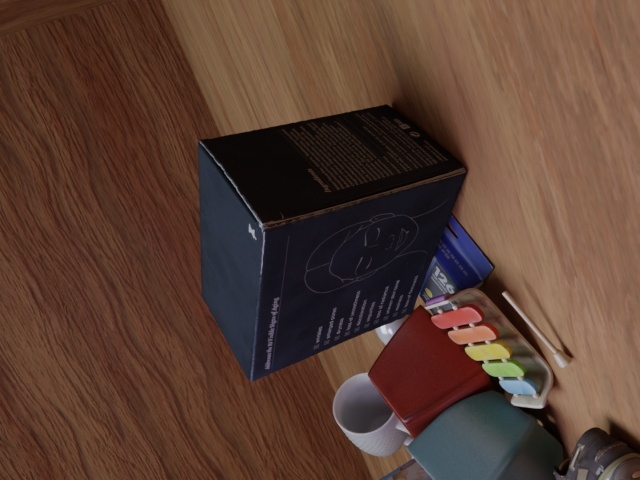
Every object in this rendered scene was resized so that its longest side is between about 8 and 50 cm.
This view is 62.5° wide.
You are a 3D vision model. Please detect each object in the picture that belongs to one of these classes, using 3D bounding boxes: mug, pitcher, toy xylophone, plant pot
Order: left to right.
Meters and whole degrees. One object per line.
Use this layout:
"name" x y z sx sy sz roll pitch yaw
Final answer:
"mug" 0.273 0.768 2.208 0.374 0.276 0.328 10 143 35
"pitcher" 0.276 0.304 1.690 0.178 0.125 0.207 -16 111 54
"plant pot" 0.287 0.388 1.420 0.267 0.236 0.267 47 171 46
"plant pot" 0.407 0.506 1.233 0.247 0.252 0.248 41 175 -26
"toy xylophone" 0.379 0.215 1.132 0.322 0.081 0.236 45 160 9

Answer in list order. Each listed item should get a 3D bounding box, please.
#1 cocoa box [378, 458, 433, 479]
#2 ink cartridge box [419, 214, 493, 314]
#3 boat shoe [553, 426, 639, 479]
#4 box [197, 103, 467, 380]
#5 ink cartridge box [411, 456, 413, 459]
"cocoa box" 0.390 0.800 1.640 0.228 0.347 0.231 66 165 -3
"ink cartridge box" 0.272 0.033 1.324 0.303 0.072 0.307 57 165 25
"boat shoe" 0.555 0.500 1.074 0.130 0.132 0.355 -118 21 -47
"box" 0.000 0.000 1.195 0.297 0.472 0.479 49 144 34
"ink cartridge box" 0.504 1.085 2.265 0.296 0.066 0.261 50 160 43
